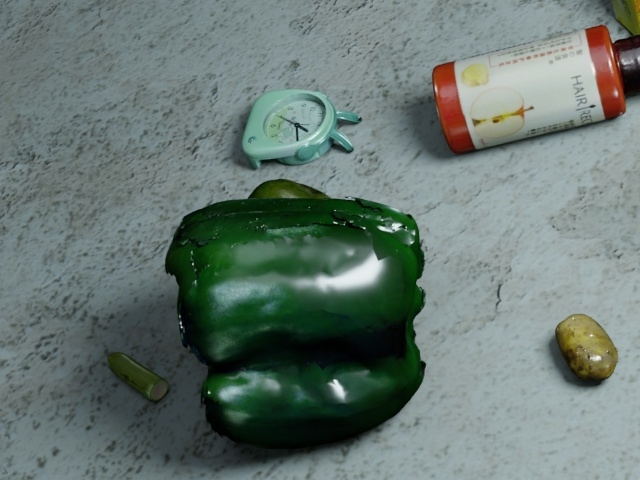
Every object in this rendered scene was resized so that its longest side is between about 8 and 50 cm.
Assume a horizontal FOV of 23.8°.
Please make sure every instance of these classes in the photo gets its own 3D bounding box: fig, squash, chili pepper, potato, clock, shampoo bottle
[{"bbox_3d":[0.000,0.000,1.651,0.178,0.117,0.117,13,58,15],"label":"fig"},{"bbox_3d":[-0.203,0.146,1.660,0.083,0.027,0.027,28,67,38],"label":"squash"},{"bbox_3d":[-0.020,0.067,1.518,0.257,0.248,0.233,-6,38,5],"label":"chili pepper"},{"bbox_3d":[0.262,0.106,1.493,0.051,0.040,0.083,-7,40,-13],"label":"potato"},{"bbox_3d":[-0.022,-0.132,1.806,0.135,0.041,0.101,1,53,22],"label":"clock"},{"bbox_3d":[0.269,-0.176,1.678,0.278,0.104,0.104,-13,49,12],"label":"shampoo bottle"}]

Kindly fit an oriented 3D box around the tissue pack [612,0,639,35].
[{"bbox_3d":[0.420,-0.315,1.737,0.176,0.095,0.062,-30,46,-3],"label":"tissue pack"}]
